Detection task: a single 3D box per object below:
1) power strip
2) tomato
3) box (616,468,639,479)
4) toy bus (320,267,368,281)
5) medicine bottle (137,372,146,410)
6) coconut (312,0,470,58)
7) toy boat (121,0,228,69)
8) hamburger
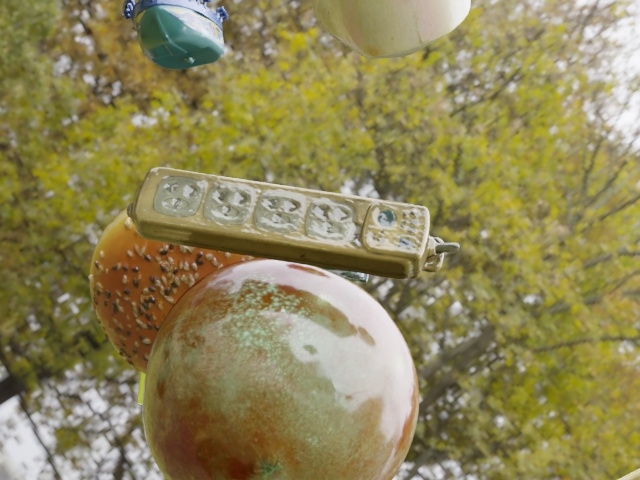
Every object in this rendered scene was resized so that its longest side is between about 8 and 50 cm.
[{"bbox_3d":[-0.028,-0.016,1.014,0.305,0.064,0.044,9,-32,6],"label":"power strip"},{"bbox_3d":[-0.042,0.158,1.085,0.223,0.270,0.270,-84,156,-63],"label":"tomato"},{"bbox_3d":[0.375,0.330,1.278,0.149,0.073,0.020,62,6,-2],"label":"box"},{"bbox_3d":[0.000,0.000,1.440,0.091,0.079,0.160,1,-13,25],"label":"toy bus"},{"bbox_3d":[-0.194,0.158,1.800,0.137,0.250,0.141,1,-18,9],"label":"medicine bottle"},{"bbox_3d":[0.095,-0.352,1.568,0.241,0.241,0.241,39,-33,31],"label":"coconut"},{"bbox_3d":[-0.141,-0.223,1.040,0.175,0.091,0.110,11,68,-83],"label":"toy boat"},{"bbox_3d":[-0.160,0.062,1.519,0.300,0.300,0.176,64,13,-14],"label":"hamburger"}]
